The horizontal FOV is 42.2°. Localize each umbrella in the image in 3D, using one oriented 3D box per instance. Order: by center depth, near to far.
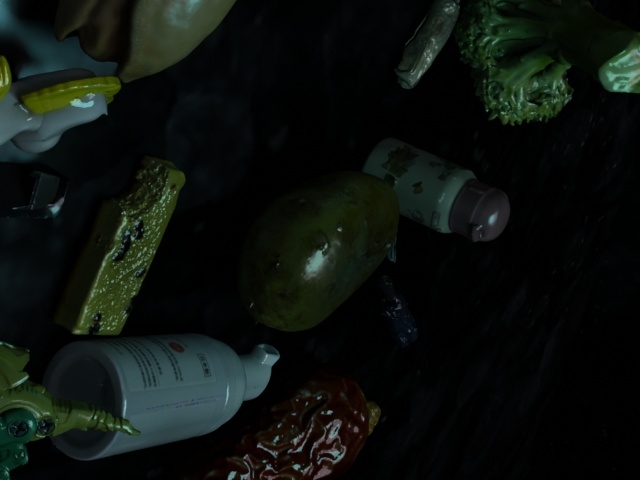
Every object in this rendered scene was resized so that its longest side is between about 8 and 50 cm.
[{"bbox_3d":[0.159,0.140,1.703,0.071,0.071,0.248,-49,146,-22],"label":"umbrella"}]

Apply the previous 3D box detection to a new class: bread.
[{"bbox_3d":[-0.237,0.006,0.994,0.088,0.049,0.226,16,100,-60],"label":"bread"},{"bbox_3d":[0.093,0.407,1.837,0.111,0.044,0.083,-54,151,-20],"label":"bread"}]

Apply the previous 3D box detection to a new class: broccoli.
[{"bbox_3d":[0.395,-0.316,1.405,0.274,0.397,0.353,-35,152,1],"label":"broccoli"}]

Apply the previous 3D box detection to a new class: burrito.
[{"bbox_3d":[0.179,-0.337,1.368,0.188,0.045,0.058,-57,139,-7],"label":"burrito"}]

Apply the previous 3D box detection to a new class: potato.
[{"bbox_3d":[0.000,0.000,1.237,0.307,0.173,0.210,-38,140,-39],"label":"potato"}]

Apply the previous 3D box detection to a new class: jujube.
[{"bbox_3d":[-0.076,0.340,1.379,0.342,0.216,0.216,-24,134,-29],"label":"jujube"}]

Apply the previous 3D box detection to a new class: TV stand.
[{"bbox_3d":[-0.354,-0.050,0.776,0.256,0.040,0.049,-1,114,-57],"label":"TV stand"}]

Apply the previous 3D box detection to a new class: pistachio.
[{"bbox_3d":[-0.138,-0.292,0.802,0.293,0.162,0.181,-62,-176,-4],"label":"pistachio"}]

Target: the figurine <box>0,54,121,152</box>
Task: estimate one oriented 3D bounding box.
[{"bbox_3d":[-0.269,-0.122,0.769,0.129,0.109,0.178,-27,169,38],"label":"figurine"}]

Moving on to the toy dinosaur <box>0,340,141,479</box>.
[{"bbox_3d":[-0.325,0.187,0.890,0.259,0.094,0.153,32,93,-23],"label":"toy dinosaur"}]

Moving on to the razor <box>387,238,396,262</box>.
[{"bbox_3d":[0.032,0.034,1.445,0.278,0.056,0.111,-29,136,-33],"label":"razor"}]

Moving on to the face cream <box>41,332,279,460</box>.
[{"bbox_3d":[-0.187,0.200,1.131,0.369,0.145,0.145,8,107,-57],"label":"face cream"}]

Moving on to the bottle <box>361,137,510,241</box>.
[{"bbox_3d":[0.197,-0.079,1.396,0.120,0.253,0.120,-38,143,-37],"label":"bottle"}]
